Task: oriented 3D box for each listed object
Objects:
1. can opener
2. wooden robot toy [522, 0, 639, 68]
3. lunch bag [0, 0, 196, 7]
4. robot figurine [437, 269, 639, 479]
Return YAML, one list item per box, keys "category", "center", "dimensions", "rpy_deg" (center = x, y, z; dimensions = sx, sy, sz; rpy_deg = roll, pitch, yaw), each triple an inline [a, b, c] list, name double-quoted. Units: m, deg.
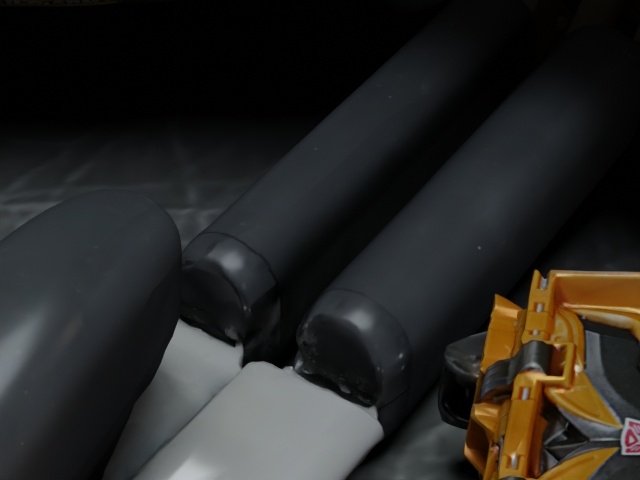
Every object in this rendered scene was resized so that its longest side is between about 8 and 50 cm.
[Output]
- category: "can opener"
  center: [0.000, 0.000, 0.436]
  dimensions: [0.076, 0.095, 0.283]
  rpy_deg: [23, 45, 23]
- category: "wooden robot toy"
  center: [0.111, -0.072, 0.585]
  dimensions: [0.173, 0.079, 0.076]
  rpy_deg: [11, 71, 41]
- category: "lunch bag"
  center: [-0.087, -0.166, 0.592]
  dimensions: [0.235, 0.169, 0.287]
  rpy_deg: [-2, 33, -4]
- category: "robot figurine"
  center: [0.144, 0.080, 0.352]
  dimensions: [0.291, 0.085, 0.211]
  rpy_deg: [9, 38, 6]
